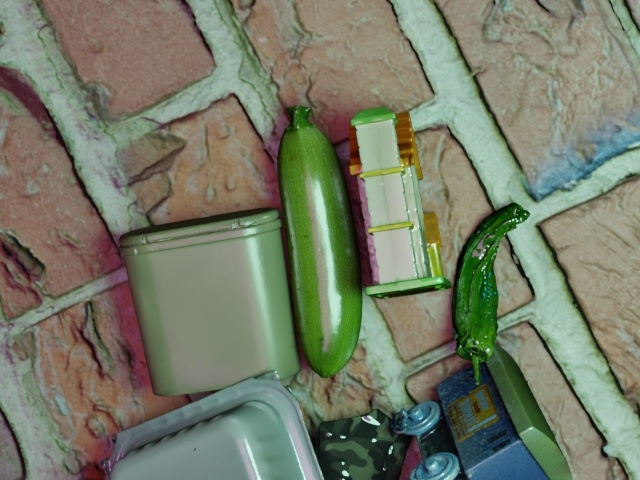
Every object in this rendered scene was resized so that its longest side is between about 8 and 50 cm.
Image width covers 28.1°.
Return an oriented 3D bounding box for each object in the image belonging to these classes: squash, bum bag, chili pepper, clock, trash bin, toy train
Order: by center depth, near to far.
[{"bbox_3d":[0.218,0.279,1.750,0.202,0.299,0.131,-32,110,7],"label":"toy train"},{"bbox_3d":[0.107,-0.051,1.780,0.106,0.220,0.255,-9,85,8],"label":"clock"},{"bbox_3d":[0.233,0.085,1.816,0.065,0.122,0.279,17,70,-16],"label":"chili pepper"},{"bbox_3d":[0.031,0.403,1.824,0.144,0.095,0.340,20,80,-20],"label":"bum bag"},{"bbox_3d":[0.000,0.000,1.848,0.107,0.107,0.395,-8,90,9],"label":"squash"},{"bbox_3d":[-0.160,0.091,1.874,0.243,0.121,0.247,-8,96,8],"label":"trash bin"}]

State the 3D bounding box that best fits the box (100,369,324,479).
[{"bbox_3d":[-0.167,0.357,1.792,0.337,0.106,0.264,-25,78,22],"label":"box"}]
